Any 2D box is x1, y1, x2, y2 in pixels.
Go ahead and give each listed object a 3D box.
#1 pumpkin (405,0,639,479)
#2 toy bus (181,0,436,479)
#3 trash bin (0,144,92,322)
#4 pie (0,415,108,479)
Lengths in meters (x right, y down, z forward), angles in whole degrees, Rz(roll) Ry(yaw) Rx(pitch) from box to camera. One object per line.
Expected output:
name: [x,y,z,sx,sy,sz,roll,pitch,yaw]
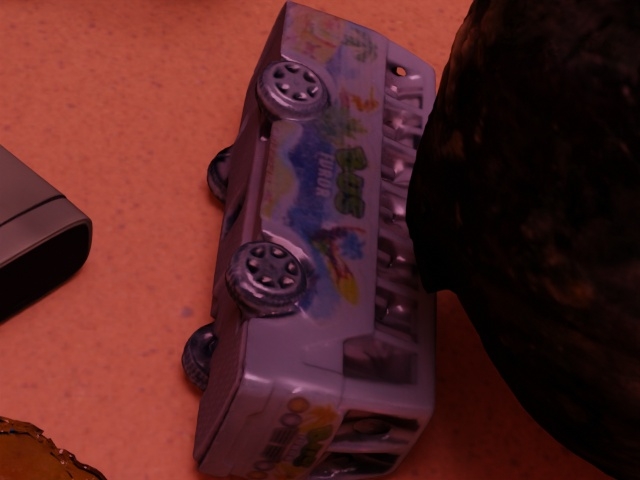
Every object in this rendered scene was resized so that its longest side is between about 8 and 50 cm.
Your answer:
pumpkin: [0.256,-0.064,0.869,0.344,0.454,0.454,35,49,20]
toy bus: [0.000,0.000,0.985,0.136,0.109,0.330,17,46,-14]
trash bin: [-0.224,-0.013,0.966,0.130,0.059,0.116,38,49,22]
pie: [-0.210,0.185,0.784,0.273,0.069,0.273,9,43,-8]
